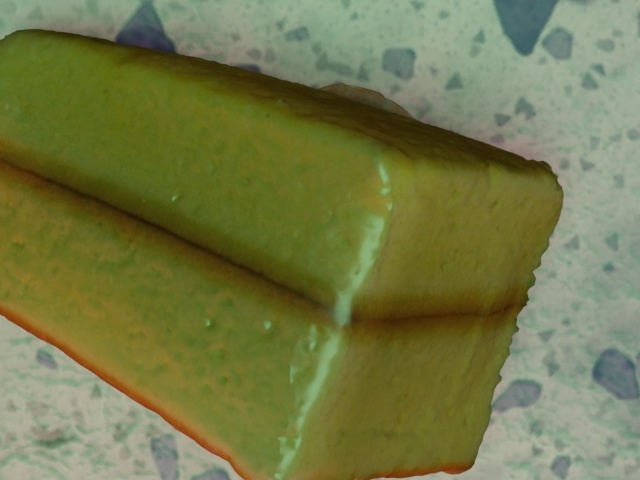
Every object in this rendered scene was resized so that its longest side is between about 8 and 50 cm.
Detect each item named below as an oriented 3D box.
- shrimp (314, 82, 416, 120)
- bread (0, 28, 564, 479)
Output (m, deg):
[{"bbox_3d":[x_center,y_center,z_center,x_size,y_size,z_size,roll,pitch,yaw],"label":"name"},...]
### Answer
[{"bbox_3d":[0.000,0.000,1.395,0.152,0.046,0.219,37,100,-1],"label":"shrimp"},{"bbox_3d":[-0.063,-0.009,1.349,0.362,0.245,0.233,26,105,31],"label":"bread"}]
